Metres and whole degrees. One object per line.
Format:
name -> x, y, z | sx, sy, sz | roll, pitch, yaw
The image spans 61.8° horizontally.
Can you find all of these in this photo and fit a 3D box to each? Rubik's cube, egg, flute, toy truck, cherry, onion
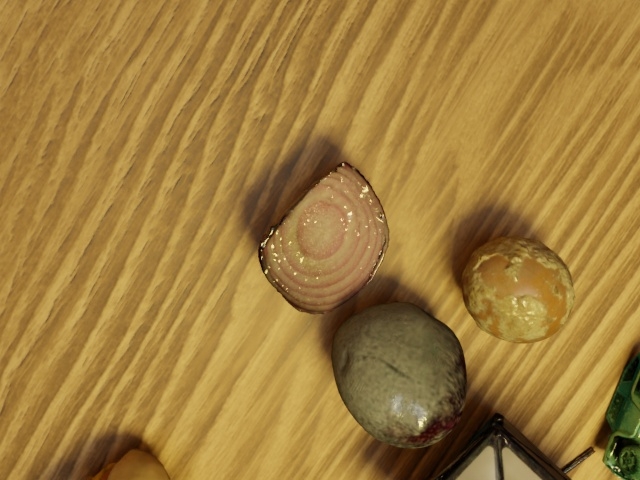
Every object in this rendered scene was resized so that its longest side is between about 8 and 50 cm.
Rubik's cube -> 0.342, 0.539, 1.003 | 0.307, 0.305, 0.310 | -47, 68, 3
egg -> 0.375, 0.098, 1.020 | 0.203, 0.203, 0.245 | -48, 128, 2
flute -> 0.520, 0.560, 1.227 | 0.269, 0.014, 0.014 | -36, 104, -1
toy truck -> 0.724, 0.391, 1.154 | 0.155, 0.156, 0.279 | 15, 98, -12
cherry -> 0.146, 0.236, 0.991 | 0.255, 0.296, 0.218 | 25, 124, -17
onion -> 0.000, 0.000, 0.997 | 0.250, 0.111, 0.247 | -45, 127, -10

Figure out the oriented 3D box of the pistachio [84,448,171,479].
pistachio -> -0.337, 0.540, 0.952 | 0.230, 0.309, 0.230 | -21, 142, -17
